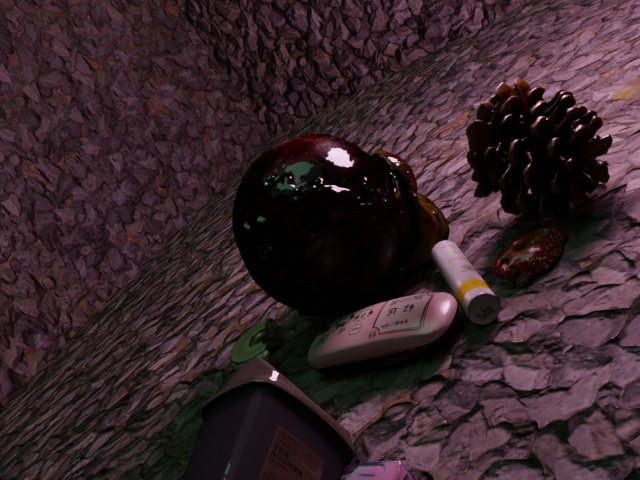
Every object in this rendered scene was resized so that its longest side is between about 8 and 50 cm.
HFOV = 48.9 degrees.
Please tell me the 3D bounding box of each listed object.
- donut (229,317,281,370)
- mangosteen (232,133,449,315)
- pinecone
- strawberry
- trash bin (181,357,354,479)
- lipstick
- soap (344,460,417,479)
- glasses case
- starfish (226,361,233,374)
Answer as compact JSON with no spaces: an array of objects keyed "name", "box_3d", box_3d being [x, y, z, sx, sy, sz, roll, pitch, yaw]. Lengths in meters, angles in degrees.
[{"name":"donut","box_3d":[-0.137,0.241,1.504,0.108,0.065,0.166,-32,19,12]},{"name":"mangosteen","box_3d":[0.032,-0.022,1.440,0.381,0.421,0.381,-31,54,54]},{"name":"pinecone","box_3d":[0.387,-0.148,1.248,0.264,0.264,0.264,-32,18,12]},{"name":"strawberry","box_3d":[0.353,0.020,1.192,0.152,0.048,0.104,-46,24,-20]},{"name":"trash bin","box_3d":[-0.079,0.321,0.973,0.182,0.209,0.290,-32,22,34]},{"name":"lipstick","box_3d":[0.250,0.067,1.242,0.059,0.059,0.264,-34,17,7]},{"name":"soap","box_3d":[0.060,0.347,0.894,0.100,0.056,0.149,-16,27,41]},{"name":"glasses case","box_3d":[0.104,0.164,1.237,0.314,0.075,0.122,-21,26,39]},{"name":"starfish","box_3d":[-0.180,0.270,1.594,0.092,0.016,0.086,-49,23,-20]}]
